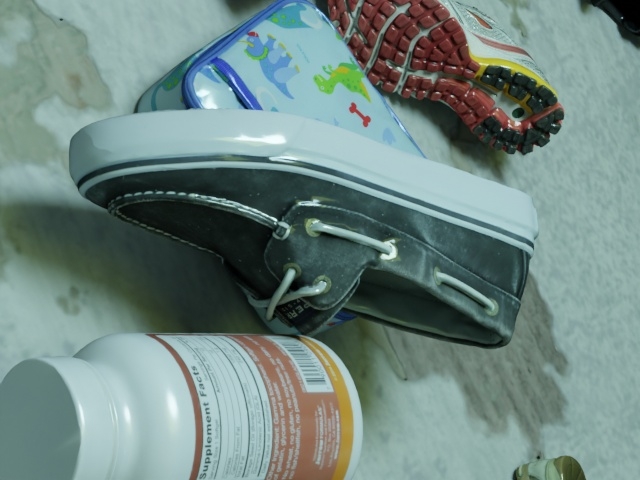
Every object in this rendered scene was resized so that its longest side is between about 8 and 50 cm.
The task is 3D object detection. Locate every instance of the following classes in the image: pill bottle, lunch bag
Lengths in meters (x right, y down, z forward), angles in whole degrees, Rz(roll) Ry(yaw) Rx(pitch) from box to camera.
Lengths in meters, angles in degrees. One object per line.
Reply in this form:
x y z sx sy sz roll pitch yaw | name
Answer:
-0.088 0.117 1.156 0.216 0.121 0.121 3 68 -44 | pill bottle
-0.017 -0.049 1.338 0.176 0.090 0.219 -38 97 -44 | lunch bag

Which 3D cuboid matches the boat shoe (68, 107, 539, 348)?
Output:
0.000 0.000 1.203 0.335 0.121 0.119 11 71 -25 | boat shoe

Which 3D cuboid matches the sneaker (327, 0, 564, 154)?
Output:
0.094 -0.154 1.521 0.225 0.088 0.093 34 24 -25 | sneaker

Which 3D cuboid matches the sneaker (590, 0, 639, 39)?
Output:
0.337 -0.221 1.793 0.232 0.081 0.090 21 59 -29 | sneaker

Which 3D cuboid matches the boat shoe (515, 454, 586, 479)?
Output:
0.179 0.241 1.426 0.056 0.048 0.153 9 70 -56 | boat shoe
